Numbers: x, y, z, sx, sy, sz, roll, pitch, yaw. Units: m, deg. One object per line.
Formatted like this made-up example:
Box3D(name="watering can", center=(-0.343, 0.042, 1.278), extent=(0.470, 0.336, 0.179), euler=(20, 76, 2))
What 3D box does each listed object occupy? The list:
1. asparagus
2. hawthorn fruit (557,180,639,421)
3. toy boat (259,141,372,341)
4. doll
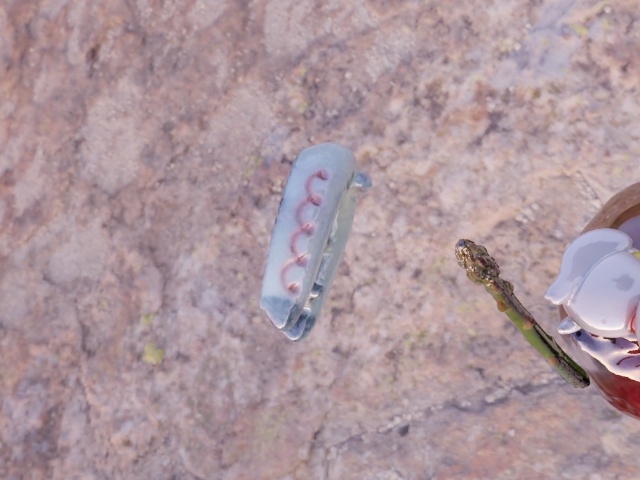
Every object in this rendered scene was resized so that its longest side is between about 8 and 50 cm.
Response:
Box3D(name="asparagus", center=(0.095, 0.039, 0.384), extent=(0.013, 0.166, 0.016), euler=(-18, 55, 26))
Box3D(name="hawthorn fruit", center=(0.413, 0.053, 0.923), extent=(0.308, 0.308, 0.325), euler=(-36, 32, 32))
Box3D(name="toy boat", center=(0.000, 0.000, 0.864), extent=(0.078, 0.134, 0.208), euler=(11, 75, 14))
Box3D(name="doll", center=(0.321, 0.103, 0.671), extent=(0.099, 0.188, 0.384), euler=(-37, 39, -9))
